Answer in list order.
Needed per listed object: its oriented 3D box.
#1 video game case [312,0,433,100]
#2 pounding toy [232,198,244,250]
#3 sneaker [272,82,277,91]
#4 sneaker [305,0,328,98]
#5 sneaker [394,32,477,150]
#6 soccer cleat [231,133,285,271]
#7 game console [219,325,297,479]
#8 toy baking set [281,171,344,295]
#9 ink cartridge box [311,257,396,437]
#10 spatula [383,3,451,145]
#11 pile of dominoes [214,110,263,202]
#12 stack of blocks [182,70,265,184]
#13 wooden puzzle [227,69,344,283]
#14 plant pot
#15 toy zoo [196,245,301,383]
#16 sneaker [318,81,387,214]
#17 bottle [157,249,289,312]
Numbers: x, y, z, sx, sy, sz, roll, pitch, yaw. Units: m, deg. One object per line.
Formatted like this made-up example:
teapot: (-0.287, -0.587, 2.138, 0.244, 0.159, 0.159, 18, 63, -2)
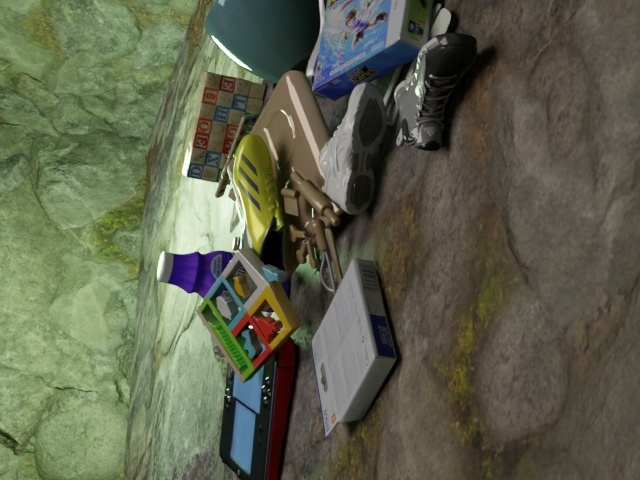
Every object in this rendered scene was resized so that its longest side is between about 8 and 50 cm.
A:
video game case: (0.094, -0.402, 1.502, 0.269, 0.061, 0.244, -16, 59, 55)
pounding toy: (-0.140, -0.062, 2.025, 0.181, 0.094, 0.206, -115, 40, -59)
sneaker: (-0.060, -0.294, 1.992, 0.209, 0.069, 0.082, -113, 10, -47)
sneaker: (0.063, -0.421, 1.693, 0.124, 0.107, 0.283, 6, 86, 51)
sneaker: (0.176, -0.205, 1.275, 0.229, 0.086, 0.132, 127, 144, -70)
soccer cleat: (-0.110, -0.068, 1.704, 0.121, 0.093, 0.289, 6, 102, 44)
game console: (-0.152, 0.361, 1.896, 0.386, 0.060, 0.342, 180, 100, -70)
toy baking set: (-0.001, -0.006, 1.590, 0.256, 0.030, 0.197, 46, 147, 43)
ink cartridge box: (0.051, 0.184, 1.447, 0.223, 0.045, 0.224, -100, 27, -45)
spatula: (0.155, -0.291, 1.449, 0.168, 0.019, 0.242, -111, 37, -55)
pile of dominoes: (-0.155, -0.205, 2.093, 0.040, 0.196, 0.251, 37, 124, 19)
stack of blocks: (-0.273, -0.313, 2.407, 0.087, 0.171, 0.297, -142, 64, -68)
wooden puzzle: (-0.056, -0.123, 1.758, 0.348, 0.080, 0.322, -47, 57, 49)
plant pot: (-0.078, -0.456, 1.865, 0.195, 0.290, 0.290, 58, 149, 7)
toy zoo: (-0.142, 0.143, 1.714, 0.192, 0.030, 0.293, 55, 138, 14)
sneaker: (0.043, -0.169, 1.519, 0.115, 0.090, 0.232, 21, 104, 43)
bottle: (-0.211, 0.081, 1.870, 0.092, 0.282, 0.118, 128, 148, -52)
